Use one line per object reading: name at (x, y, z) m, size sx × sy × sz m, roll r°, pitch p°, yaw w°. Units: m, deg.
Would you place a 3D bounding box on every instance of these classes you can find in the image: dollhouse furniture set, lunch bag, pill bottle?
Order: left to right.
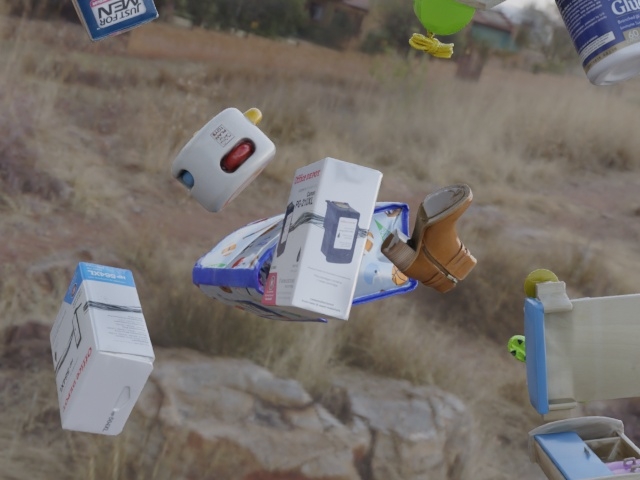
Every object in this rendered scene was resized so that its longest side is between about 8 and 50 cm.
lunch bag at (-0.043, 0.052, 2.026) m, size 0.386 × 0.238 × 0.328 m, roll -12°, pitch 5°, yaw -32°
pill bottle at (0.327, -0.274, 1.102) m, size 0.094 × 0.169 × 0.094 m, roll -18°, pitch -12°, yaw -4°
dollhouse furniture set at (0.400, 0.168, 1.240) m, size 0.287 × 0.303 × 0.198 m, roll -7°, pitch 9°, yaw -2°

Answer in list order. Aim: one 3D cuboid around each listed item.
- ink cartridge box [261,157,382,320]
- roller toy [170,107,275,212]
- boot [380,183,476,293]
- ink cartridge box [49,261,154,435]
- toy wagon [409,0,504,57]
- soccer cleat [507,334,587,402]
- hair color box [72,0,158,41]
ink cartridge box at (0.000, 0.000, 1.505) m, size 0.100 × 0.237 × 0.172 m, roll 17°, pitch -8°, yaw -18°
roller toy at (-0.199, -0.167, 1.915) m, size 0.146 × 0.209 × 0.191 m, roll 44°, pitch 24°, yaw -2°
boot at (0.218, -0.001, 1.616) m, size 0.152 × 0.197 × 0.073 m, roll 35°, pitch 32°, yaw -27°
ink cartridge box at (-0.313, 0.151, 1.342) m, size 0.086 × 0.148 × 0.203 m, roll 14°, pitch 27°, yaw -29°
toy wagon at (0.202, -0.407, 1.239) m, size 0.267 × 0.344 × 0.068 m, roll 12°, pitch 31°, yaw -22°
soccer cleat at (0.426, 0.231, 1.749) m, size 0.179 × 0.060 × 0.072 m, roll 36°, pitch 12°, yaw 17°
hair color box at (-0.352, -0.466, 1.370) m, size 0.105 × 0.347 × 0.174 m, roll -23°, pitch 14°, yaw -9°
